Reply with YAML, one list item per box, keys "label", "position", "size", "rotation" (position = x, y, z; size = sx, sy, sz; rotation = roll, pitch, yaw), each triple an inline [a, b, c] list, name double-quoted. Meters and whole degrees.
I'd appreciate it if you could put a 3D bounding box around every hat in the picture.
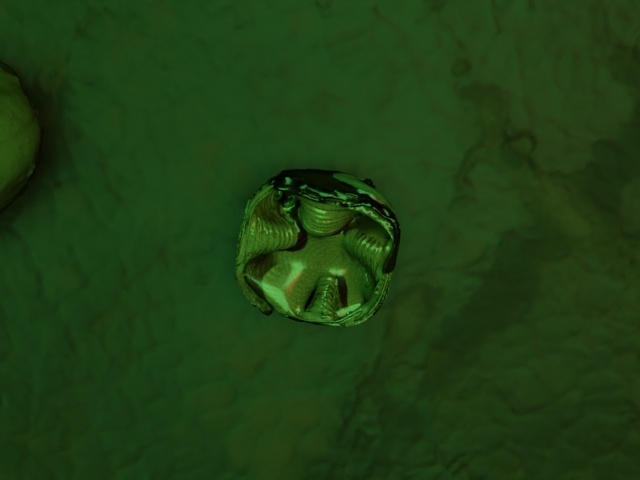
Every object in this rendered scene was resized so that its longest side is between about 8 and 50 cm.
- label: "hat"
  position: [0.000, -0.001, 0.581]
  size: [0.077, 0.059, 0.076]
  rotation: [14, 110, 3]

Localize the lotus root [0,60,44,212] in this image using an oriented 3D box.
- label: "lotus root"
  position: [-0.218, -0.024, 0.556]
  size: [0.183, 0.090, 0.077]
  rotation: [-28, 135, 2]
